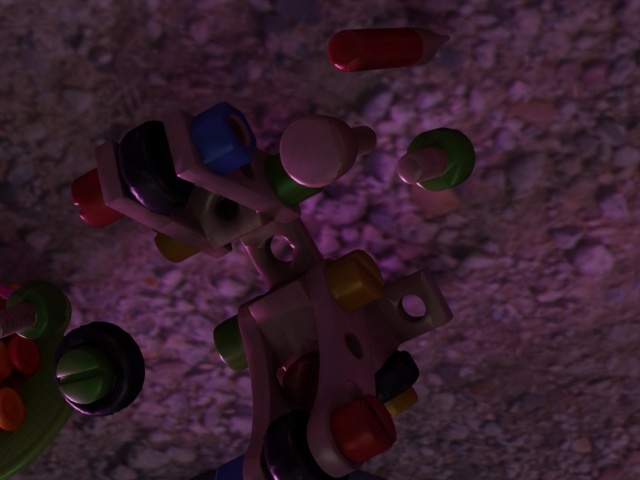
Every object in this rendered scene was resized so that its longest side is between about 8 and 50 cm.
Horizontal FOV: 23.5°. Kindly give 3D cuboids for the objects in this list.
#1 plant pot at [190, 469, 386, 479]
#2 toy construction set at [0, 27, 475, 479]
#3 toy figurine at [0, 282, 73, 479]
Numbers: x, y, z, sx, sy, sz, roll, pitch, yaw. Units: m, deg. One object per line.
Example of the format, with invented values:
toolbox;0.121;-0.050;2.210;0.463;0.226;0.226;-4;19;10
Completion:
plant pot;-0.023;0.347;1.230;0.290;0.195;0.290;3;130;4
toy construction set;0.000;0.000;0.981;0.257;0.237;0.309;40;113;14
toy figurine;-0.251;0.052;1.024;0.130;0.173;0.159;-19;129;26
